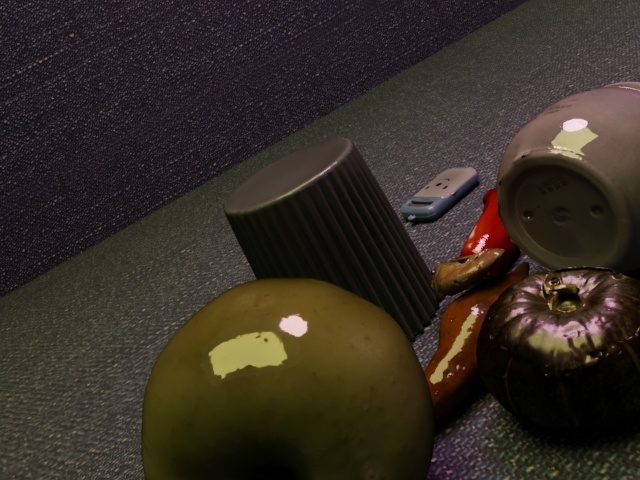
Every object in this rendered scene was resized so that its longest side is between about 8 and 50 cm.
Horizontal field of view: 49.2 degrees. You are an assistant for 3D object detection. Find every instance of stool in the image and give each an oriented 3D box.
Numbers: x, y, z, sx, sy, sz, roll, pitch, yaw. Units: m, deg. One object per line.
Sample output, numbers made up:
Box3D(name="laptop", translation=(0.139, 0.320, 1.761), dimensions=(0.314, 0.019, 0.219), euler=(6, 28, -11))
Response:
Box3D(name="stool", translation=(0.013, 0.020, 1.242), dimensions=(0.297, 0.330, 0.297), euler=(-26, 20, 10))

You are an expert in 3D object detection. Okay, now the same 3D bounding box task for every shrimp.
Box3D(name="shrimp", translation=(0.227, 0.047, 1.101), dimensions=(0.115, 0.051, 0.217), euler=(-24, -2, -4))

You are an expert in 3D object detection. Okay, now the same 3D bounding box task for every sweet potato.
Box3D(name="sweet potato", translation=(0.231, 0.129, 1.019), dimensions=(0.112, 0.112, 0.359), euler=(-6, 27, 46))

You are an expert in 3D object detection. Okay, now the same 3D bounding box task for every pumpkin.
Box3D(name="pumpkin", translation=(0.305, 0.124, 0.859), dimensions=(0.238, 0.159, 0.238), euler=(-24, 16, 7))

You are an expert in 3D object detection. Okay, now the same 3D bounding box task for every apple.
Box3D(name="apple", translation=(-0.035, 0.206, 0.854), dimensions=(0.357, 0.357, 0.357), euler=(-25, 21, 10))

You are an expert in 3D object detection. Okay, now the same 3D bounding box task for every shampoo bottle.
Box3D(name="shampoo bottle", translation=(0.424, -0.094, 1.058), dimensions=(0.266, 0.273, 0.273), euler=(-36, 20, -35))

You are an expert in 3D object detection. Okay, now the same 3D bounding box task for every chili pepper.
Box3D(name="chili pepper", translation=(0.320, -0.013, 1.301), dimensions=(0.137, 0.092, 0.368), euler=(-48, 0, 41))

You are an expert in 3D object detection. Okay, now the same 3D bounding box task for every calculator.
Box3D(name="calculator", translation=(0.276, -0.106, 1.619), dimensions=(0.210, 0.039, 0.121), euler=(-38, 21, -23))
